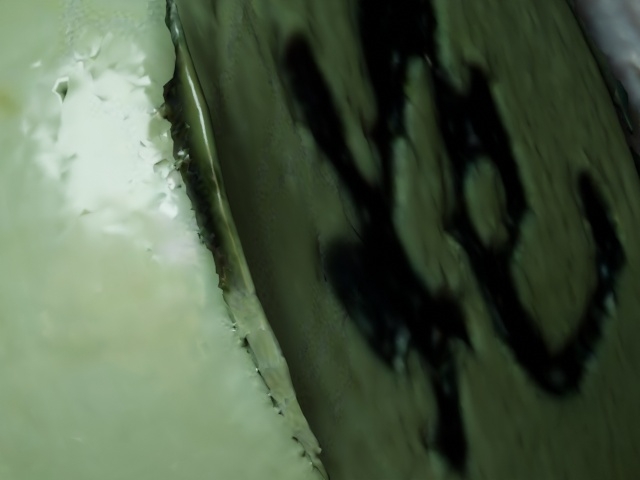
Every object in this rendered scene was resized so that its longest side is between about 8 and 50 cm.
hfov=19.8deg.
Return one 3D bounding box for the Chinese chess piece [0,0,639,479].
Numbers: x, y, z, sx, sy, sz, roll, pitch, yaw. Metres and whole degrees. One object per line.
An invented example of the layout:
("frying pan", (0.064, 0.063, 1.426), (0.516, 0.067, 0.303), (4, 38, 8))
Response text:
("Chinese chess piece", (0.000, 0.000, 0.649), (0.146, 0.349, 0.349), (-21, 82, 30))
